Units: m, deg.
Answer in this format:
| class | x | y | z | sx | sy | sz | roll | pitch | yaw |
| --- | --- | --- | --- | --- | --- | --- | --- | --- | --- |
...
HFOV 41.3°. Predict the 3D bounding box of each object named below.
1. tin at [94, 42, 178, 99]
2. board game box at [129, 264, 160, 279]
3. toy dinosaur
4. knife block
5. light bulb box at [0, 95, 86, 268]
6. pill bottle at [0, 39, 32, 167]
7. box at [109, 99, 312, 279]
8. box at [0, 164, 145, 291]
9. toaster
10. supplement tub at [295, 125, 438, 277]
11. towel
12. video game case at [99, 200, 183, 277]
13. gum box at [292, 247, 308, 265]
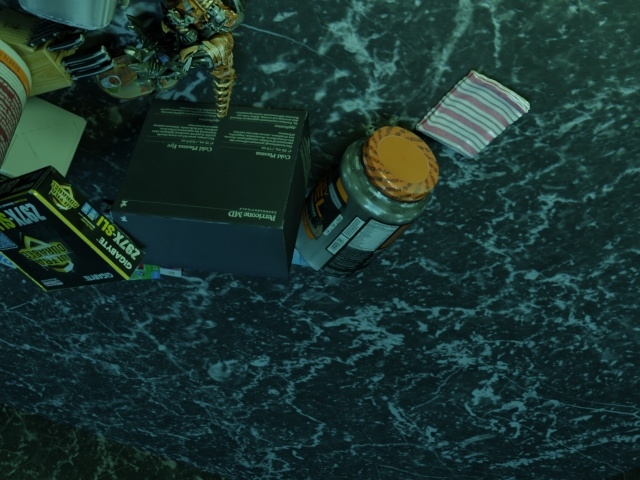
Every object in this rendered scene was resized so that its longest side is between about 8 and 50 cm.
| class | x | y | z | sx | sy | sz | roll | pitch | yaw |
| --- | --- | --- | --- | --- | --- | --- | --- | --- | --- |
| tin | -0.364 | -0.341 | 1.702 | 0.189 | 0.040 | 0.106 | -10 | 135 | 24 |
| board game box | -0.512 | 0.045 | 2.131 | 0.211 | 0.039 | 0.160 | -3 | 145 | -11 |
| toy dinosaur | -0.235 | -0.361 | 1.551 | 0.218 | 0.164 | 0.322 | -16 | 111 | 2 |
| knife block | -0.531 | -0.349 | 1.686 | 0.242 | 0.088 | 0.276 | 20 | 143 | -11 |
| light bulb box | -0.760 | -0.166 | 1.873 | 0.358 | 0.225 | 0.361 | 25 | 140 | -19 |
| pill bottle | -0.688 | -0.179 | 1.536 | 0.224 | 0.392 | 0.224 | 5 | 148 | 3 |
| box | -0.211 | -0.109 | 1.741 | 0.343 | 0.313 | 0.179 | 6 | 143 | 7 |
| box | -0.542 | -0.013 | 1.693 | 0.322 | 0.079 | 0.257 | -8 | 132 | 43 |
| toaster | -0.445 | -0.465 | 1.479 | 0.227 | 0.129 | 0.146 | 14 | 146 | -7 |
| supplement tub | 0.092 | -0.079 | 1.794 | 0.207 | 0.207 | 0.338 | 23 | 141 | -16 |
| towel | 0.298 | -0.242 | 1.676 | 0.144 | 0.029 | 0.197 | 25 | 141 | -18 |
| video game case | -0.454 | 0.000 | 2.173 | 0.210 | 0.042 | 0.232 | 11 | 144 | -3 |
| gum box | 0.000 | 0.000 | 2.061 | 0.157 | 0.041 | 0.184 | 10 | 143 | 1 |
